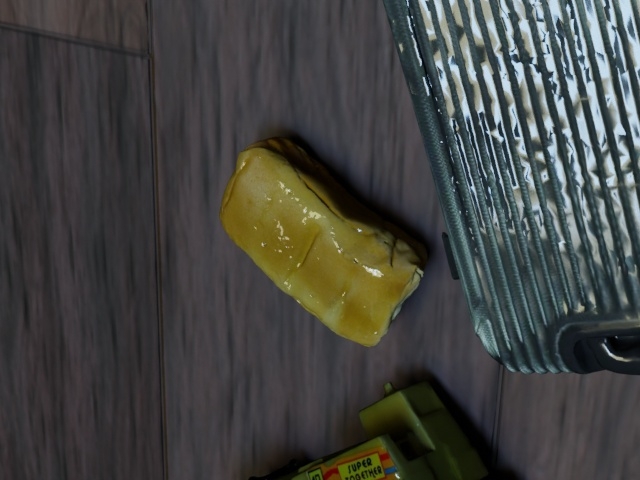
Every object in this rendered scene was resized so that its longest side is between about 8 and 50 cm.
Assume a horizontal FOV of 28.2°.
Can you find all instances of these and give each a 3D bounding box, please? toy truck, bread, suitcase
[{"bbox_3d":[-0.006,0.193,0.798,0.257,0.127,0.127,-39,72,39],"label":"toy truck"},{"bbox_3d":[0.000,0.000,0.744,0.132,0.053,0.074,41,127,13],"label":"bread"},{"bbox_3d":[0.140,-0.095,0.563,0.202,0.128,0.312,-7,107,35],"label":"suitcase"}]
